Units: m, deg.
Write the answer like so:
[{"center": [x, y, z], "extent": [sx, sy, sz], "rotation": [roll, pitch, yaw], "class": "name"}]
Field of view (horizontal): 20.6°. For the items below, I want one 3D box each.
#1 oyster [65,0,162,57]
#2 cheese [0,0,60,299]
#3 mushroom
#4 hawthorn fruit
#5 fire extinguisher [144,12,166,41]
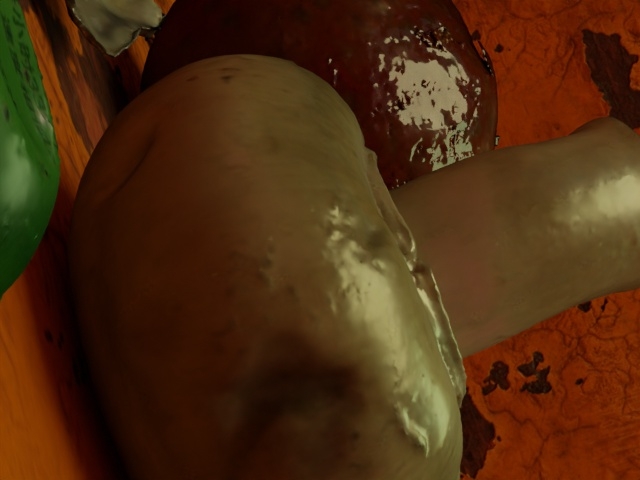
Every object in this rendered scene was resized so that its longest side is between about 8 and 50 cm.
[{"center": [-0.171, -0.269, 1.196], "extent": [0.271, 0.100, 0.275], "rotation": [-82, 166, -76], "class": "oyster"}, {"center": [-0.153, -0.066, 0.591], "extent": [0.320, 0.083, 0.204], "rotation": [55, 18, -84], "class": "cheese"}, {"center": [-0.005, 0.038, 1.010], "extent": [0.356, 0.315, 0.315], "rotation": [-37, 112, -49], "class": "mushroom"}, {"center": [-0.007, -0.105, 1.417], "extent": [0.316, 0.316, 0.316], "rotation": [-19, 90, -86], "class": "hawthorn fruit"}, {"center": [-0.137, -0.178, 1.674], "extent": [0.173, 0.035, 0.049], "rotation": [70, 6, -64], "class": "fire extinguisher"}]
